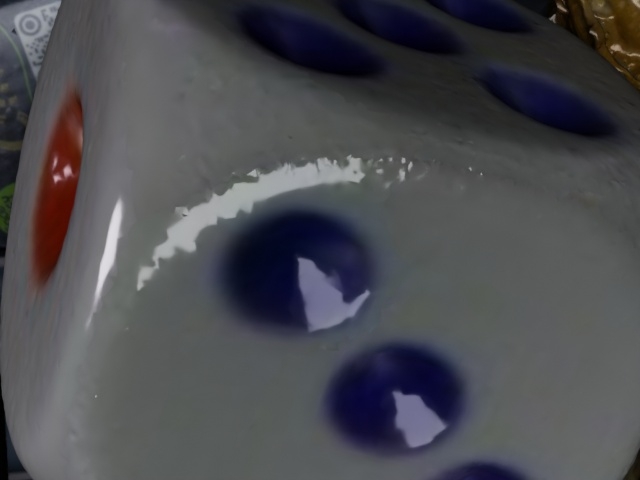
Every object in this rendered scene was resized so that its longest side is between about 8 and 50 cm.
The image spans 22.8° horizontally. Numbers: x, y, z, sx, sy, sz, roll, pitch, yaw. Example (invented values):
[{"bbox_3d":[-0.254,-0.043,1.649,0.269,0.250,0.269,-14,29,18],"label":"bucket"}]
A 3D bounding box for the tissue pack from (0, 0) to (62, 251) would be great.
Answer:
[{"bbox_3d":[-0.219,-0.076,0.994,0.235,0.073,0.173,-18,116,0],"label":"tissue pack"}]

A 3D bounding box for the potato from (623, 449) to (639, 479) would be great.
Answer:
[{"bbox_3d":[0.172,0.154,1.068,0.270,0.219,0.359,1,105,-18],"label":"potato"}]

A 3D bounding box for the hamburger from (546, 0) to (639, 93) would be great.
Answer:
[{"bbox_3d":[0.283,-0.208,0.962,0.319,0.158,0.318,-2,113,-6],"label":"hamburger"}]

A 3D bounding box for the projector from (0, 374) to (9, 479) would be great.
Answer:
[{"bbox_3d":[-0.323,0.180,0.989,0.249,0.248,0.248,-1,112,-7],"label":"projector"}]

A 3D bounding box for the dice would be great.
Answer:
[{"bbox_3d":[0.000,0.000,0.866,0.304,0.304,0.277,10,114,-20],"label":"dice"}]
